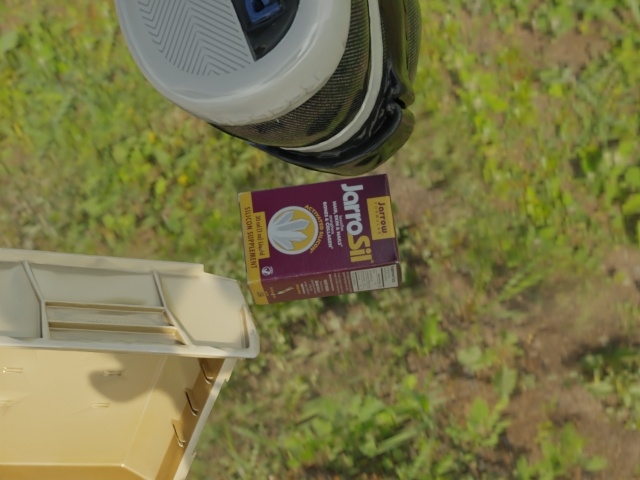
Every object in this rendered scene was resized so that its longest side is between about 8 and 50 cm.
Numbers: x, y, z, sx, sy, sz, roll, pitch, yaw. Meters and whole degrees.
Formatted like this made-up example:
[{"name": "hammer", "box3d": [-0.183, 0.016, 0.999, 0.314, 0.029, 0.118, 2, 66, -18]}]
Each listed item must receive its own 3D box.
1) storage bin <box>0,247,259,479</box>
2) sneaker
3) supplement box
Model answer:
[{"name": "storage bin", "box3d": [-0.210, 0.149, 1.199, 0.260, 0.262, 0.123, 6, 36, -27]}, {"name": "sneaker", "box3d": [-0.025, -0.119, 0.425, 0.079, 0.121, 0.216, -15, 72, 15]}, {"name": "supplement box", "box3d": [0.000, 0.000, 0.776, 0.083, 0.043, 0.055, -8, 70, 2]}]
